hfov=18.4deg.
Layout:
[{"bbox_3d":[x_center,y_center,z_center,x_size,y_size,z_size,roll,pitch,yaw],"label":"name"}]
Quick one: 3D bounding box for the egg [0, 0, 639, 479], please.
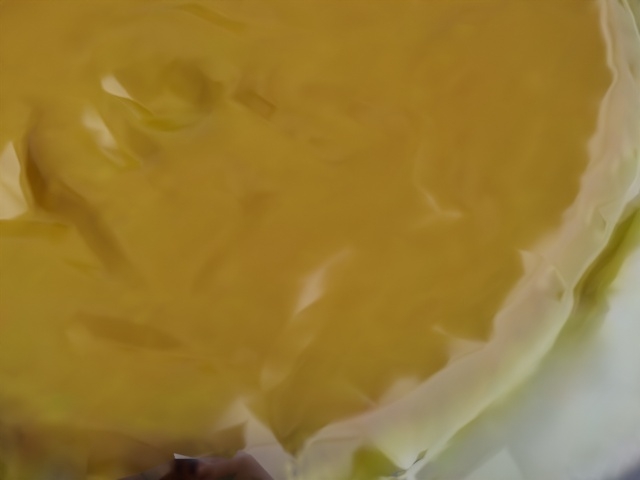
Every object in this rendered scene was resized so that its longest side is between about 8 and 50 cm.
[{"bbox_3d":[0.004,-0.003,0.477,0.286,0.264,0.174,61,-4,41],"label":"egg"}]
